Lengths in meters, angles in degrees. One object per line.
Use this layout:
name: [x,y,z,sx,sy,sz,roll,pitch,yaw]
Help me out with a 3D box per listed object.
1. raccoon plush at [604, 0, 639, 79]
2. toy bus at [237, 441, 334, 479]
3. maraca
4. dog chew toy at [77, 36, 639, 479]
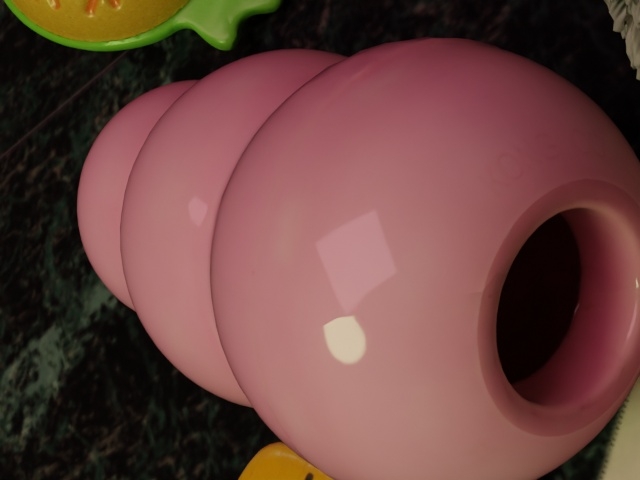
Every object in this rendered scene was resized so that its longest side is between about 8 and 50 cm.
raccoon plush: [0.117,-0.133,0.616,0.446,0.299,0.216,-75,8,-53]
toy bus: [-0.023,0.264,0.882,0.130,0.108,0.333,25,98,39]
maraca: [-0.105,-0.169,1.040,0.185,0.099,0.127,9,84,17]
dog chew toy: [0.000,0.000,0.857,0.332,0.206,0.207,15,92,49]
